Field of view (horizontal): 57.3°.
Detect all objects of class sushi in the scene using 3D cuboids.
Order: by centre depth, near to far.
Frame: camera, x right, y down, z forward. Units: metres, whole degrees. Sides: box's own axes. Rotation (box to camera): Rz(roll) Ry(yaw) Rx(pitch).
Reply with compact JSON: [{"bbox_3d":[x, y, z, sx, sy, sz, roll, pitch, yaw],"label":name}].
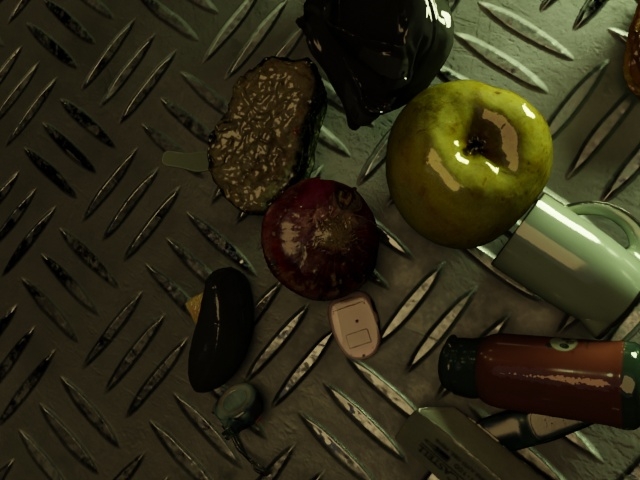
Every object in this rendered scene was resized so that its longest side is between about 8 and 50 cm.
[{"bbox_3d":[-0.108,-0.225,1.246,0.210,0.171,0.350,24,89,17],"label":"sushi"}]

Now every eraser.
[{"bbox_3d":[0.303,0.428,1.044,0.352,0.077,0.111,38,128,18],"label":"eraser"}]

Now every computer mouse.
[{"bbox_3d":[-0.195,0.190,1.220,0.086,0.137,0.270,9,85,25],"label":"computer mouse"}]

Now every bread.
[{"bbox_3d":[-0.252,0.145,1.299,0.083,0.035,0.070,-37,73,1],"label":"bread"}]

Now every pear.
[{"bbox_3d":[0.254,-0.139,1.069,0.303,0.304,0.304,-3,80,16],"label":"pear"}]

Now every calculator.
[{"bbox_3d":[0.068,0.163,1.208,0.103,0.024,0.166,-21,75,12],"label":"calculator"}]

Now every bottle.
[{"bbox_3d":[0.378,0.233,1.035,0.336,0.144,0.144,2,81,30],"label":"bottle"}]

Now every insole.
[{"bbox_3d":[-0.309,-0.191,1.386,0.152,0.002,0.053,10,84,17],"label":"insole"}]

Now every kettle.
[{"bbox_3d":[0.468,0.025,1.048,0.236,0.161,0.221,37,82,16],"label":"kettle"}]

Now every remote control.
[{"bbox_3d":[0.395,0.337,1.075,0.222,0.042,0.072,-20,78,12],"label":"remote control"}]

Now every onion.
[{"bbox_3d":[0.000,0.000,1.168,0.246,0.190,0.246,0,88,-13],"label":"onion"}]

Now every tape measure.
[{"bbox_3d":[-0.144,0.392,1.228,0.107,0.104,0.180,-36,107,-15],"label":"tape measure"}]

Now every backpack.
[{"bbox_3d":[0.097,-0.435,1.107,0.254,0.363,0.446,-2,59,-20],"label":"backpack"}]

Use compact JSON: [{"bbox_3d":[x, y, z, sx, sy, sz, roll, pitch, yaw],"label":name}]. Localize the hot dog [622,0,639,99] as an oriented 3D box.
[{"bbox_3d":[0.661,-0.390,1.080,0.175,0.114,0.259,10,85,16],"label":"hot dog"}]
